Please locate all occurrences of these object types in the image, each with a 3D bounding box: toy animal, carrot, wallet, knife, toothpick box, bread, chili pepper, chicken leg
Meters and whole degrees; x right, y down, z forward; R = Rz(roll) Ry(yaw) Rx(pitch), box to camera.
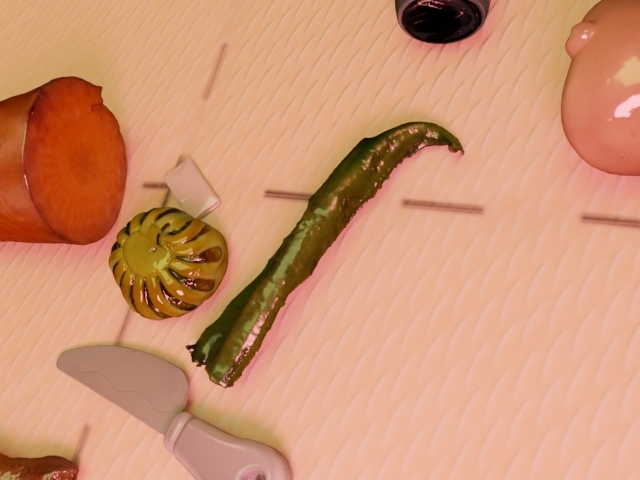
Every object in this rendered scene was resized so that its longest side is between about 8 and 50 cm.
[{"bbox_3d":[0.318,-0.154,0.540,0.221,0.229,0.210,9,66,25],"label":"toy animal"},{"bbox_3d":[-0.384,-0.085,0.791,0.254,0.196,0.196,-3,67,19],"label":"carrot"},{"bbox_3d":[-0.155,-0.061,0.795,0.044,0.011,0.083,-38,61,2],"label":"wallet"},{"bbox_3d":[-0.161,0.172,0.688,0.331,0.044,0.080,26,79,31],"label":"knife"},{"bbox_3d":[0.138,-0.318,0.737,0.120,0.120,0.184,1,72,20],"label":"toothpick box"},{"bbox_3d":[-0.174,0.021,0.735,0.130,0.071,0.139,-45,61,2],"label":"bread"},{"bbox_3d":[0.000,0.000,0.684,0.359,0.076,0.085,-47,36,-3],"label":"chili pepper"},{"bbox_3d":[-0.351,0.254,0.704,0.198,0.069,0.085,-6,68,10],"label":"chicken leg"}]
